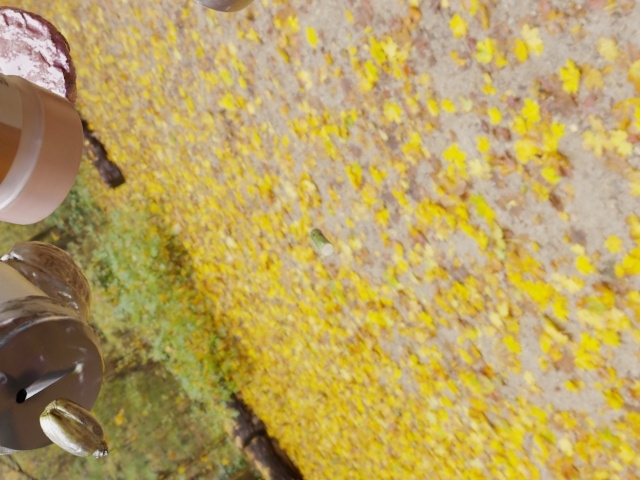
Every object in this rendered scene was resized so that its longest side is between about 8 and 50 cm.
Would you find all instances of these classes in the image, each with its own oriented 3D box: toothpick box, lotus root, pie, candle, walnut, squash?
[{"bbox_3d":[-0.239,-0.071,0.425,0.098,0.098,0.149,48,-165,29],"label":"toothpick box"},{"bbox_3d":[-0.313,0.245,0.879,0.099,0.054,0.049,42,150,-8],"label":"lotus root"},{"bbox_3d":[-0.335,-0.180,0.756,0.154,0.154,0.036,60,-164,-4],"label":"pie"},{"bbox_3d":[-0.492,0.156,1.030,0.343,0.221,0.221,22,142,40],"label":"candle"},{"bbox_3d":[-0.572,0.105,1.425,0.230,0.178,0.178,53,166,-29],"label":"walnut"},{"bbox_3d":[0.000,0.000,1.297,0.083,0.027,0.027,50,163,59],"label":"squash"}]

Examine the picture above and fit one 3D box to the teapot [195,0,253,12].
[{"bbox_3d":[-0.095,-0.578,1.214,0.312,0.315,0.233,-29,63,44],"label":"teapot"}]
